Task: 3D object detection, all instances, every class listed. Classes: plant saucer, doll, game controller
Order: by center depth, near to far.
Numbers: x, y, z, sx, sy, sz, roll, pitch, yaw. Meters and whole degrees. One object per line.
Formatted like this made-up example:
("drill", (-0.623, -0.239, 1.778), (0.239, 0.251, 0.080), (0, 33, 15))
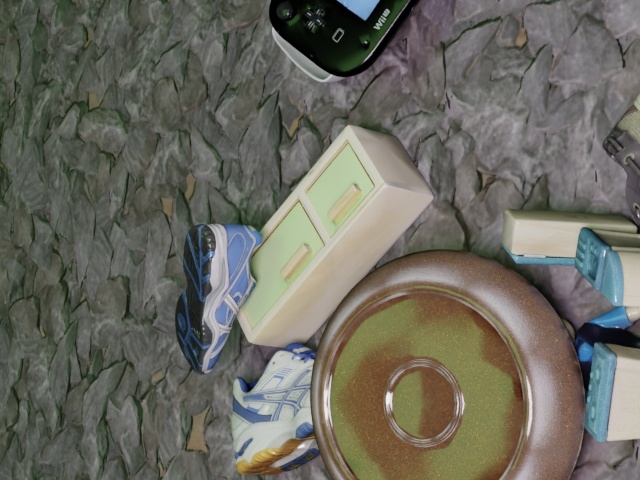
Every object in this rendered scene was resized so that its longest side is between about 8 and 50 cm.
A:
("doll", (0.289, 0.119, 1.372), (0.189, 0.046, 0.129), (25, 92, 43))
("plant saucer", (0.111, 0.162, 1.433), (0.311, 0.050, 0.310), (-2, 86, 32))
("game controller", (0.074, -0.339, 1.605), (0.319, 0.067, 0.166), (-55, 50, 10))

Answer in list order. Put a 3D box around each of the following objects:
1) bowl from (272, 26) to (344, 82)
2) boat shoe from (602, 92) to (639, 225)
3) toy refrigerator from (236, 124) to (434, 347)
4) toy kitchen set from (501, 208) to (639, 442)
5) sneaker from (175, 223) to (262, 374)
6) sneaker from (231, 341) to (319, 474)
("bowl", (0.019, -0.269, 1.716), (0.142, 0.053, 0.142), (48, 116, 40))
("boat shoe", (0.320, -0.043, 1.270), (0.092, 0.103, 0.285), (-47, 25, 20))
("toy refrigerator", (0.000, 0.000, 1.656), (0.269, 0.094, 0.102), (-49, 52, 27))
("toy kitchen set", (0.242, 0.074, 1.325), (0.207, 0.122, 0.166), (-109, 23, -76))
("sneaker", (-0.116, 0.071, 1.653), (0.080, 0.081, 0.211), (49, 138, 38))
("sneaker", (-0.007, 0.167, 1.620), (0.296, 0.112, 0.131), (-29, 62, 38))
